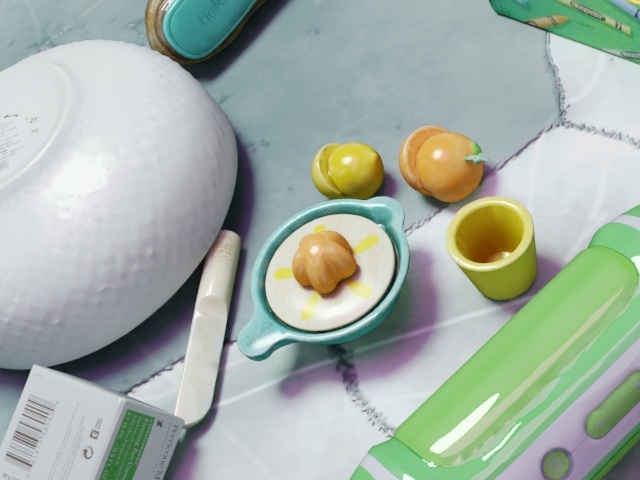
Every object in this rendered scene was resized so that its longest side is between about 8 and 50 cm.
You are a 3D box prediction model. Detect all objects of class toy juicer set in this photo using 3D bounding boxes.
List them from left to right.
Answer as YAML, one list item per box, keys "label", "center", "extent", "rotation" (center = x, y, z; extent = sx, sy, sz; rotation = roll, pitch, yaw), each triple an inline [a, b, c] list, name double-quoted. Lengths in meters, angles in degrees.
- label: "toy juicer set"
  center: [0.000, 0.000, 0.979]
  extent: [0.329, 0.089, 0.209]
  rotation: [-23, 50, 8]

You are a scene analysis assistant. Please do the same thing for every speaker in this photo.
- label: "speaker"
  center: [0.156, 0.110, 0.806]
  extent: [0.296, 0.131, 0.131]
  rotation: [-42, 50, -9]

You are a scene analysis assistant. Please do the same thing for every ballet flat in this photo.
- label: "ballet flat"
  center: [-0.057, -0.316, 1.237]
  extent: [0.342, 0.116, 0.124]
  rotation: [-46, 32, -7]

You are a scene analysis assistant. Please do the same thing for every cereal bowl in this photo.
- label: "cereal bowl"
  center: [-0.253, -0.060, 1.084]
  extent: [0.339, 0.141, 0.339]
  rotation: [-16, 48, 19]

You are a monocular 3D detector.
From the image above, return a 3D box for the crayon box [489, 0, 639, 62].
- label: "crayon box"
  center: [0.294, -0.242, 1.027]
  extent: [0.278, 0.081, 0.165]
  rotation: [29, 72, 36]

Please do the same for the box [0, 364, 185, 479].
- label: "box"
  center: [-0.182, 0.165, 0.929]
  extent: [0.102, 0.087, 0.101]
  rotation: [15, 80, 31]
